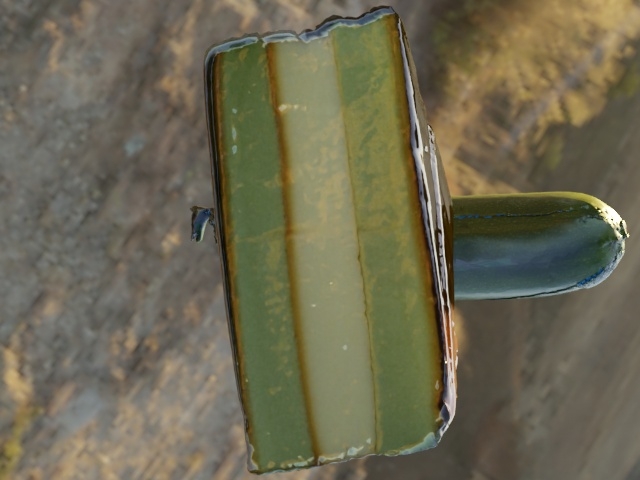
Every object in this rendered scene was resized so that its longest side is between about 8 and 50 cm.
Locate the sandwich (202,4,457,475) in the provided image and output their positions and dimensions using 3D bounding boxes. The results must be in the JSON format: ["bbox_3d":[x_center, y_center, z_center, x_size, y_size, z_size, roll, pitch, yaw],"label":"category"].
[{"bbox_3d":[0.000,0.000,0.770,0.187,0.117,0.144,-84,157,-47],"label":"sandwich"}]

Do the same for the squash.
[{"bbox_3d":[0.061,0.001,1.131,0.087,0.331,0.087,3,90,-85],"label":"squash"}]
